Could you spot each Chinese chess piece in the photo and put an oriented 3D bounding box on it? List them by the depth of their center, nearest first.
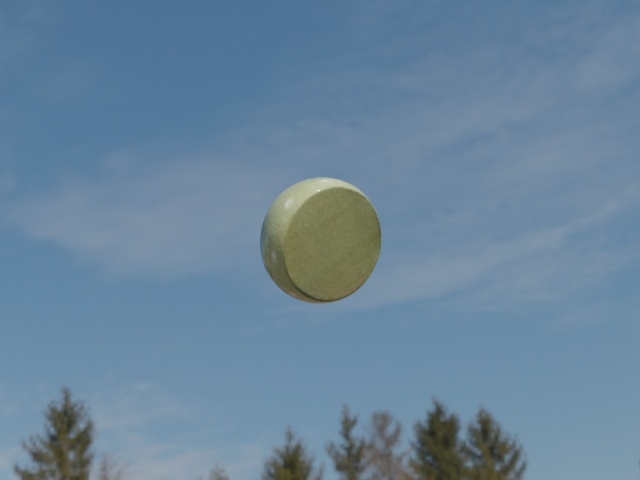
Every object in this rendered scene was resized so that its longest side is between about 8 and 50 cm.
[{"bbox_3d":[0.000,0.000,0.689,0.084,0.084,0.034,13,1,-35],"label":"Chinese chess piece"}]
